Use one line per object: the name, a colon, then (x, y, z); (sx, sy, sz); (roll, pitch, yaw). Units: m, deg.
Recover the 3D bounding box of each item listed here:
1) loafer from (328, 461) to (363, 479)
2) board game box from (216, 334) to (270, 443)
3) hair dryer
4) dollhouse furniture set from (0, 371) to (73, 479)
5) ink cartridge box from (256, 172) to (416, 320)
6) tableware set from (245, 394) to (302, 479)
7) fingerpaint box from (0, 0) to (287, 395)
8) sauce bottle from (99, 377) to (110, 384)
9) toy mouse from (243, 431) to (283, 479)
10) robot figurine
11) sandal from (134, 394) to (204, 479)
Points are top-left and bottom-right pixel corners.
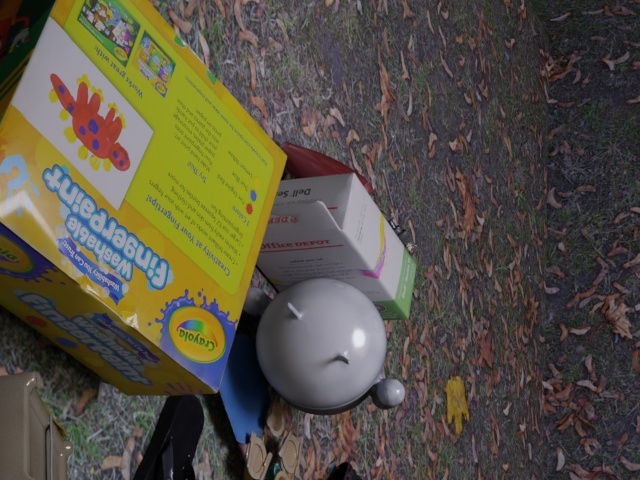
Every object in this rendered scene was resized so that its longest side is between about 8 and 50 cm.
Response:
loafer: (0.008, 0.449, 2.015); (0.095, 0.109, 0.302); (65, 18, 9)
board game box: (-0.131, 0.232, 1.832); (0.133, 0.033, 0.168); (-51, 129, -57)
hair dryer: (0.020, -0.057, 2.106); (0.080, 0.224, 0.293); (-49, 113, -32)
dollhouse furniture set: (-0.364, 0.317, 1.289); (0.197, 0.151, 0.301); (83, -3, -53)
ink cartridge box: (0.000, 0.000, 1.966); (0.353, 0.207, 0.119); (53, 41, -47)
tableware set: (-0.069, 0.340, 1.871); (0.168, 0.020, 0.141); (62, 32, -37)
fingerpaint box: (-0.260, -0.072, 1.433); (0.445, 0.163, 0.371); (46, 48, -44)
sauce bottle: (-0.266, 0.129, 1.569); (0.042, 0.042, 0.128); (49, 43, -49)
toy mouse: (-0.088, 0.410, 1.876); (0.143, 0.031, 0.161); (57, 36, -42)
robot figurine: (0.004, 0.171, 1.864); (0.199, 0.300, 0.353); (-58, 171, -9)
sandal: (-0.204, 0.321, 1.630); (0.097, 0.054, 0.254); (55, 37, -45)
